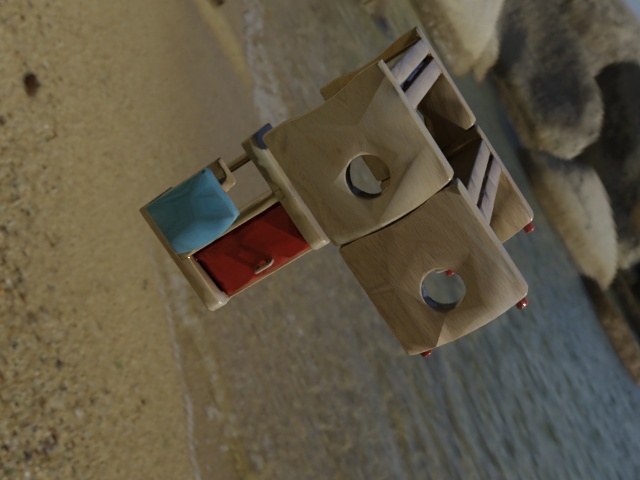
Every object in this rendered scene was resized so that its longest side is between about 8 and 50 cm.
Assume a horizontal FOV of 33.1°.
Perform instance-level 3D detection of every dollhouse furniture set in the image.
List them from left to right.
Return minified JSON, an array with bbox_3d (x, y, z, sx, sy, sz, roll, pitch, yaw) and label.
[{"bbox_3d":[0.000,0.000,0.560,0.129,0.184,0.129,56,21,-8],"label":"dollhouse furniture set"}]
